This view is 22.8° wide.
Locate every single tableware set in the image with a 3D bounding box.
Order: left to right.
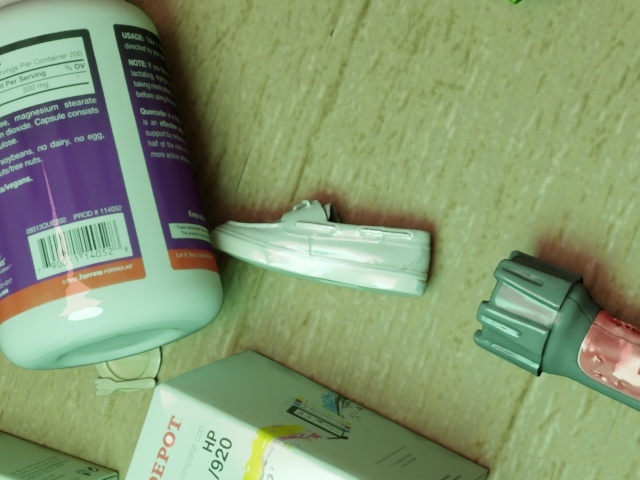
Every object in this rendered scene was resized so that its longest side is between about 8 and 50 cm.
[{"bbox_3d":[-0.198,0.049,1.373,0.141,0.020,0.169,10,98,20],"label":"tableware set"}]

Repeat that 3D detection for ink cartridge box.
[{"bbox_3d":[-0.022,0.218,1.240,0.232,0.168,0.171,24,103,18],"label":"ink cartridge box"}]

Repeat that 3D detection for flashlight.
[{"bbox_3d":[0.263,0.097,1.160,0.304,0.103,0.103,26,103,16],"label":"flashlight"}]

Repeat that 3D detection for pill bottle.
[{"bbox_3d":[-0.198,-0.069,1.268,0.181,0.181,0.323,-19,78,21],"label":"pill bottle"}]

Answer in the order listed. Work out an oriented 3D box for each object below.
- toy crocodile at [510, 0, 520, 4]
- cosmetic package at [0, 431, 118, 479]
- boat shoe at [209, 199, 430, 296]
[{"bbox_3d":[0.216,-0.330,1.159,0.115,0.105,0.341,30,99,17],"label":"toy crocodile"},{"bbox_3d":[-0.349,0.240,1.394,0.309,0.113,0.160,17,99,19],"label":"cosmetic package"},{"bbox_3d":[0.000,0.000,1.276,0.184,0.066,0.063,10,83,22],"label":"boat shoe"}]
